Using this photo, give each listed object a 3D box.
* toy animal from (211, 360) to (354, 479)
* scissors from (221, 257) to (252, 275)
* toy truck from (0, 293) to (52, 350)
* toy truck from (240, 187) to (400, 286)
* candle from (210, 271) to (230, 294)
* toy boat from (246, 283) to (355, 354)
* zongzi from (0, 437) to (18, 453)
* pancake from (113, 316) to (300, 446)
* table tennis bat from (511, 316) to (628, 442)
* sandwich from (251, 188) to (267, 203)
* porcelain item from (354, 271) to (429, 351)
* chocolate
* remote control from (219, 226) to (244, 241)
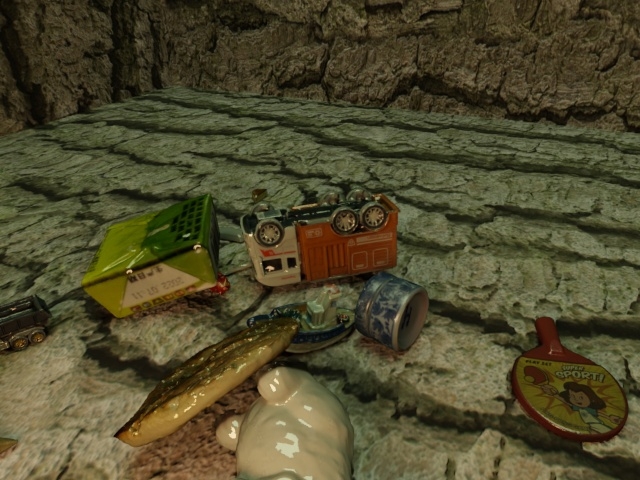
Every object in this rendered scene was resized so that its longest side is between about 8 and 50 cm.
[{"bbox_3d":[-0.004,0.357,0.692,0.257,0.194,0.357,8,35,-40],"label":"toy animal"},{"bbox_3d":[-0.192,0.060,1.370,0.212,0.021,0.110,-21,33,-35],"label":"scissors"},{"bbox_3d":[-0.674,0.183,1.066,0.192,0.092,0.083,-21,36,-33],"label":"toy truck"},{"bbox_3d":[0.000,0.000,1.291,0.387,0.207,0.173,-9,22,-8],"label":"toy truck"},{"bbox_3d":[-0.273,0.095,1.274,0.130,0.052,0.052,26,38,38],"label":"candle"},{"bbox_3d":[-0.030,0.163,1.082,0.261,0.115,0.114,-13,31,-22],"label":"toy boat"},{"bbox_3d":[-0.628,0.341,0.826,0.188,0.082,0.178,2,4,32],"label":"zongzi"},{"bbox_3d":[-0.180,0.222,0.855,0.356,0.065,0.356,-33,1,0],"label":"pancake"},{"bbox_3d":[0.472,0.262,0.992,0.200,0.038,0.310,5,32,7],"label":"table tennis bat"},{"bbox_3d":[-0.220,-0.159,1.760,0.043,0.031,0.083,15,29,17],"label":"sandwich"},{"bbox_3d":[0.149,0.149,1.076,0.114,0.147,0.147,20,34,33],"label":"porcelain item"},{"bbox_3d":[-0.389,0.031,1.241,0.288,0.137,0.301,-18,28,1],"label":"chocolate"},{"bbox_3d":[-0.308,-0.027,1.523,0.183,0.027,0.050,9,29,17],"label":"remote control"}]
